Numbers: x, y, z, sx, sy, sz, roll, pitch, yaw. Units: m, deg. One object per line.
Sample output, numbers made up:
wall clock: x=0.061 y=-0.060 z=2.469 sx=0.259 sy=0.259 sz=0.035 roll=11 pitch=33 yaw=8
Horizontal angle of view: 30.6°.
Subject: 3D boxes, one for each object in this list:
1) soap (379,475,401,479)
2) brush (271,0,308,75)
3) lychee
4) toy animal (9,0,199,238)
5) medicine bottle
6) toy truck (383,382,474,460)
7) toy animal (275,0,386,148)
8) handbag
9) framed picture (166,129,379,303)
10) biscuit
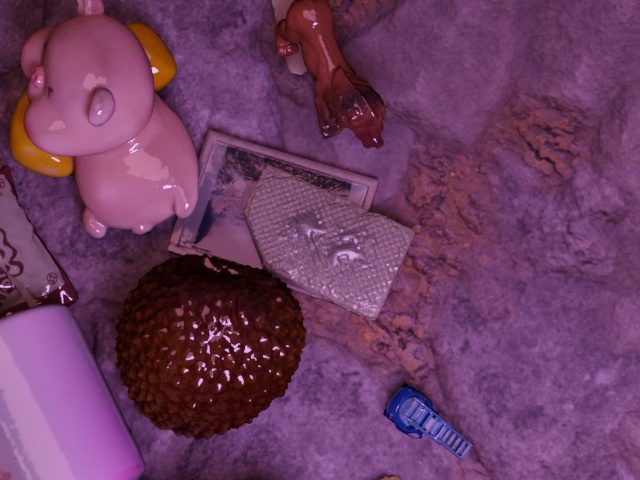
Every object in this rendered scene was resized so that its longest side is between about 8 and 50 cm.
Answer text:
soap: x=0.075 y=0.410 z=1.643 sx=0.089 sy=0.033 sz=0.169 roll=25 pitch=78 yaw=-30
brush: x=-0.069 y=-0.416 z=1.865 sx=0.085 sy=0.020 sz=0.337 roll=-13 pitch=77 yaw=-1
lychee: x=-0.157 y=0.151 z=1.628 sx=0.267 sy=0.267 sz=0.268 roll=-1 pitch=77 yaw=3
toy animal: x=-0.342 y=-0.178 z=1.710 sx=0.277 sy=0.247 sz=0.345 roll=-15 pitch=76 yaw=2
medicine bottle: x=-0.365 y=0.299 z=1.613 sx=0.219 sy=0.219 sz=0.388 roll=-28 pitch=82 yaw=-3
toy truck: x=0.156 y=0.263 z=1.676 sx=0.136 sy=0.074 sz=0.063 roll=39 pitch=82 yaw=-30
toy animal: x=0.014 y=-0.271 z=1.748 sx=0.097 sy=0.157 sz=0.312 roll=-24 pitch=87 yaw=-16
handbag: x=-0.504 y=0.035 z=1.734 sx=0.213 sy=0.127 sz=0.235 roll=-29 pitch=85 yaw=-21
framed picture: x=-0.072 y=-0.037 z=1.776 sx=0.281 sy=0.019 sz=0.209 roll=15 pitch=78 yaw=6
biscuit: x=0.000 y=0.000 z=1.728 sx=0.252 sy=0.052 sz=0.150 roll=26 pitch=80 yaw=8
